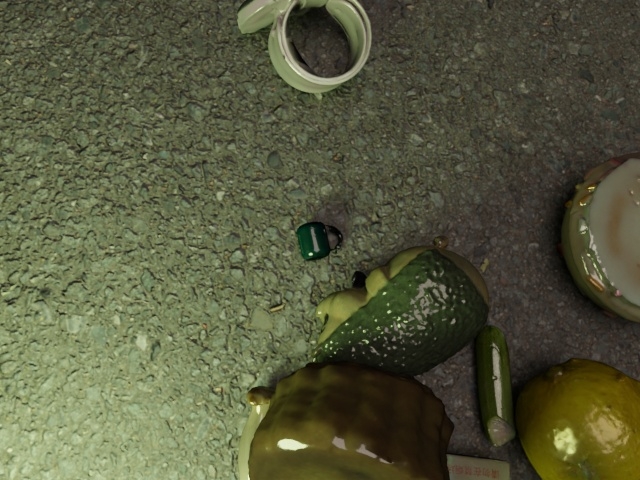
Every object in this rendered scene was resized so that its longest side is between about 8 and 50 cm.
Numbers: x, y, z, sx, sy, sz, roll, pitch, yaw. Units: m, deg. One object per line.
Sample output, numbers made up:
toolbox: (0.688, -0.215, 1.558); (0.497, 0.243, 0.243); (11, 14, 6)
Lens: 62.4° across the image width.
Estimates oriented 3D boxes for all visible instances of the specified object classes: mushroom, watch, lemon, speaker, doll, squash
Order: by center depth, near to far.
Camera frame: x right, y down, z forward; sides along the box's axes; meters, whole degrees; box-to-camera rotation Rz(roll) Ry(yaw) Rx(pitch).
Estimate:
lemon: (0.502, 0.359, 0.972); (0.284, 0.260, 0.260); (33, 77, -1)
mushroom: (-0.102, 0.379, 0.977); (0.097, 0.088, 0.212); (5, 71, -5)
doll: (0.139, 0.147, 0.991); (0.349, 0.247, 0.247); (-42, 86, -3)
squash: (0.349, 0.290, 1.058); (0.069, 0.069, 0.238); (0, 79, -7)
speaker: (0.003, -0.001, 1.078); (0.095, 0.060, 0.075); (-12, 82, -9)
watch: (-0.031, -0.427, 1.121); (0.244, 0.196, 0.231); (-24, 104, -10)

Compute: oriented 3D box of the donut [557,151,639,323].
donut: (0.684, -0.003, 1.117); (0.383, 0.142, 0.382); (1, 79, -7)

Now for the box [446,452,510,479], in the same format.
box: (0.237, 0.549, 0.951); (0.198, 0.084, 0.309); (10, 63, -5)

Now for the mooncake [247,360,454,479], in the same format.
mooncake: (0.049, 0.341, 0.856); (0.324, 0.323, 0.187); (23, 41, -2)
